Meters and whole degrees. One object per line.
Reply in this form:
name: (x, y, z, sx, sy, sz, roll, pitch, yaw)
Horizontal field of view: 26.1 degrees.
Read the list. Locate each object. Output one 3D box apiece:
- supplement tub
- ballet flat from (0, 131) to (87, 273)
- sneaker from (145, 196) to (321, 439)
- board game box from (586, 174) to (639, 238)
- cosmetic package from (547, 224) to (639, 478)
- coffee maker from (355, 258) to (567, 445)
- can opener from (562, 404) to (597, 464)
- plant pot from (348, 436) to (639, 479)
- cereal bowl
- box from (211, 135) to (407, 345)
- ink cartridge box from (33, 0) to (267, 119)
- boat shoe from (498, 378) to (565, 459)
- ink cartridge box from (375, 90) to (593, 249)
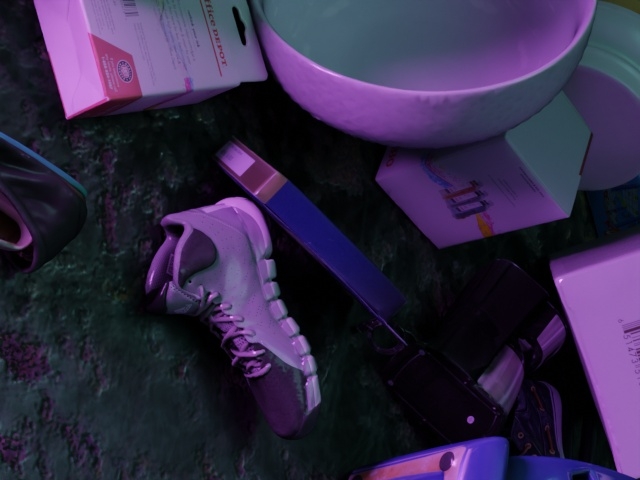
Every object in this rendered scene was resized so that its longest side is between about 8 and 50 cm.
supplement tub: (0.340, -0.235, 1.654, 0.228, 0.228, 0.316, 48, 47, -24)
ballet flat: (-0.291, -0.071, 1.039, 0.280, 0.095, 0.096, 41, 63, -30)
sneaker: (-0.091, 0.076, 1.215, 0.132, 0.086, 0.229, -8, 72, -43)
board game box: (0.488, -0.007, 1.841, 0.308, 0.086, 0.302, -10, 85, -48)
cosmetic package: (0.347, 0.101, 1.476, 0.385, 0.156, 0.217, -6, 78, -83)
coffee maker: (0.156, 0.099, 1.429, 0.171, 0.120, 0.178, 59, 43, -14)
can opener: (0.287, 0.274, 1.568, 0.059, 0.073, 0.186, 6, 64, -5)
plant pot: (0.139, 0.310, 1.263, 0.212, 0.236, 0.236, 27, 60, -28)
cereal bowl: (0.097, -0.211, 1.372, 0.141, 0.339, 0.339, 90, 21, -49)
box: (0.000, 0.000, 1.295, 0.036, 0.136, 0.225, -45, 118, -2)
ink cartridge box: (-0.148, -0.179, 1.241, 0.198, 0.067, 0.115, -13, 87, -46)
boat shoe: (0.224, 0.237, 1.501, 0.083, 0.065, 0.183, 18, 57, -40)
ink cartridge box: (0.174, -0.090, 1.471, 0.127, 0.176, 0.128, 46, 48, -30)
